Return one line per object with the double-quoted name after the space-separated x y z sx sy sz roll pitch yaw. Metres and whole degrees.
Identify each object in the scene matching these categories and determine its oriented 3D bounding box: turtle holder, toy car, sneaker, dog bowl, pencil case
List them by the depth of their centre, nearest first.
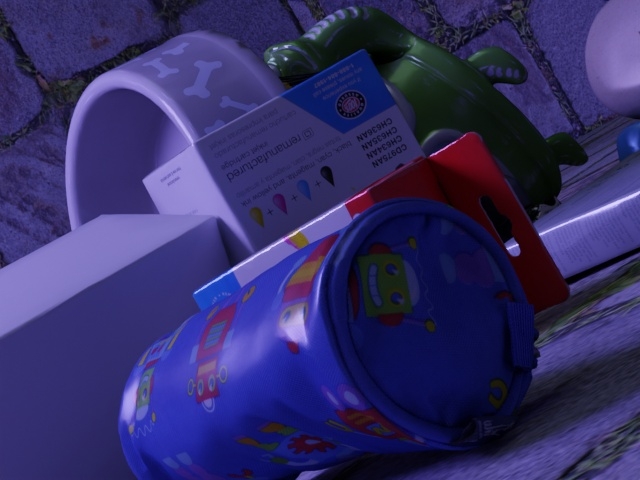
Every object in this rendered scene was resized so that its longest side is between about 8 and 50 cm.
0.000 0.072 0.950 0.133 0.119 0.306 16 -22 -22 "pencil case"
0.376 -0.172 1.564 0.238 0.219 0.210 5 -23 -37 "toy car"
-0.122 -0.016 1.662 0.102 0.349 0.349 -16 -7 -32 "dog bowl"
0.212 -0.016 1.748 0.032 0.037 0.083 -28 4 44 "sneaker"
0.098 -0.090 1.819 0.227 0.243 0.320 -52 -33 -11 "turtle holder"

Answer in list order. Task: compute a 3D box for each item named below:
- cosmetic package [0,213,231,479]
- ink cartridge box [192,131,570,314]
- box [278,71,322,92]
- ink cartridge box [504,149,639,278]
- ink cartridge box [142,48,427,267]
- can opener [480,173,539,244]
-0.220 0.136 1.321 0.155 0.197 0.365 1 23 44 "cosmetic package"
0.038 0.037 1.200 0.231 0.134 0.078 -31 -1 40 "ink cartridge box"
-0.069 -0.026 1.741 0.079 0.257 0.322 -15 9 -33 "box"
0.267 -0.048 1.302 0.223 0.045 0.224 -32 2 -44 "ink cartridge box"
0.000 0.000 1.441 0.171 0.232 0.168 -31 3 -21 "ink cartridge box"
0.133 0.008 1.568 0.074 0.093 0.280 -32 -4 -28 "can opener"
